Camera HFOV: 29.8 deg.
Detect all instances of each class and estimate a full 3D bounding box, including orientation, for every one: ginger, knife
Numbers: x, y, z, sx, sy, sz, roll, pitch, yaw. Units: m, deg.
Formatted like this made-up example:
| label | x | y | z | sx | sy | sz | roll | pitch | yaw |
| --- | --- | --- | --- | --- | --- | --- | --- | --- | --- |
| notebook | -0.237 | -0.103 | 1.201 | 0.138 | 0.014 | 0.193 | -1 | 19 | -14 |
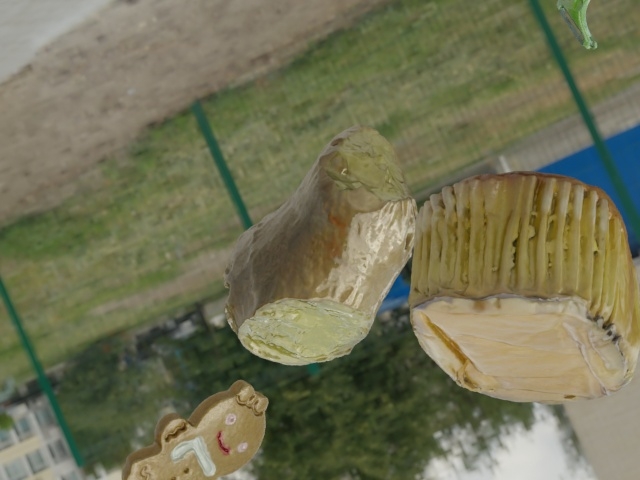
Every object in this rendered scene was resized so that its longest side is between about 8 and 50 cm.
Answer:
| label | x | y | z | sx | sy | sz | roll | pitch | yaw |
| --- | --- | --- | --- | --- | --- | --- | --- | --- | --- |
| ginger | 0.000 | 0.000 | 1.190 | 0.130 | 0.221 | 0.276 | 19 | 156 | -34 |
| knife | 0.302 | -0.277 | 1.327 | 0.023 | 0.078 | 0.166 | -29 | 163 | -18 |

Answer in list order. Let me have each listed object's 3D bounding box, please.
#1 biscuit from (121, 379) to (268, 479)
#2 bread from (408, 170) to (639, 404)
| label | x | y | z | sx | sy | sz | roll | pitch | yaw |
| --- | --- | --- | --- | --- | --- | --- | --- | --- | --- |
| biscuit | -0.176 | 0.314 | 1.786 | 0.249 | 0.184 | 0.035 | -32 | -141 | -22 |
| bread | 0.129 | 0.029 | 0.751 | 0.132 | 0.114 | 0.190 | -3 | 150 | 19 |
